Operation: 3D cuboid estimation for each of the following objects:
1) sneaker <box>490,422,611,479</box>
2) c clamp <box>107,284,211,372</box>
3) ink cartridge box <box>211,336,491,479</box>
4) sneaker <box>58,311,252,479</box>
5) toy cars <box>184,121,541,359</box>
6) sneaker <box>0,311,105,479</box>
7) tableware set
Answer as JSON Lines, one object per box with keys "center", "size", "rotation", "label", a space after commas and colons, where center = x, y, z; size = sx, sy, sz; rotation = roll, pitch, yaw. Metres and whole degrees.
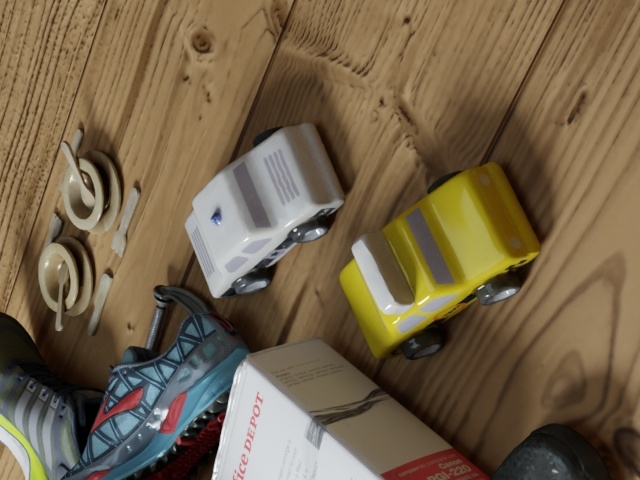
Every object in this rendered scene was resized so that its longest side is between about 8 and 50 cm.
{"center": [0.102, 0.266, 0.983], "size": [0.106, 0.162, 0.281], "rotation": [38, 121, 39], "label": "sneaker"}
{"center": [-0.156, 0.108, 1.352], "size": [0.137, 0.022, 0.161], "rotation": [44, 124, 34], "label": "c clamp"}
{"center": [0.018, 0.203, 1.111], "size": [0.218, 0.092, 0.159], "rotation": [36, 124, 35], "label": "ink cartridge box"}
{"center": [-0.157, 0.163, 1.295], "size": [0.262, 0.104, 0.125], "rotation": [-39, 60, 22], "label": "sneaker"}
{"center": [0.000, 0.000, 1.120], "size": [0.393, 0.087, 0.177], "rotation": [17, 106, 46], "label": "toy cars"}
{"center": [-0.272, 0.181, 1.444], "size": [0.300, 0.111, 0.121], "rotation": [52, 119, 23], "label": "sneaker"}
{"center": [-0.260, -0.004, 1.440], "size": [0.128, 0.039, 0.194], "rotation": [43, 124, 36], "label": "tableware set"}
